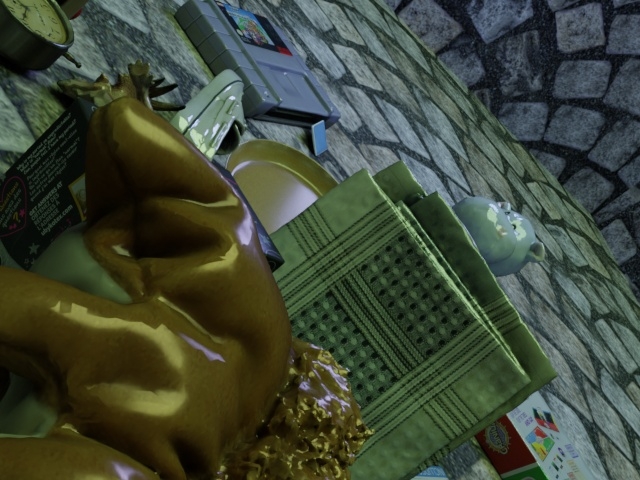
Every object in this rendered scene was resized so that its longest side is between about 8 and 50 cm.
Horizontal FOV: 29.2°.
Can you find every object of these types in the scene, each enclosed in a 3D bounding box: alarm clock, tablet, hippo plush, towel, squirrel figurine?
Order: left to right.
[{"bbox_3d":[-0.367,-0.265,1.430,0.192,0.064,0.129,27,31,-56],"label":"alarm clock"},{"bbox_3d":[-0.125,0.171,0.883,0.397,0.281,0.370,41,27,-22],"label":"squirrel figurine"},{"bbox_3d":[-0.002,-0.182,2.184,0.083,0.006,0.054,-41,126,-71],"label":"tablet"},{"bbox_3d":[0.051,0.106,1.343,0.312,0.324,0.056,54,-8,8],"label":"towel"},{"bbox_3d":[0.254,0.061,2.008,0.294,0.236,0.234,32,27,-45],"label":"hippo plush"}]

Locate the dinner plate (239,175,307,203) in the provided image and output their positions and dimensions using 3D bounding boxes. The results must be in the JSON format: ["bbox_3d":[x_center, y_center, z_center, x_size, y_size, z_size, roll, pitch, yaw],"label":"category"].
[{"bbox_3d":[-0.061,-0.032,1.746,0.141,0.017,0.141,26,38,-23],"label":"dinner plate"}]

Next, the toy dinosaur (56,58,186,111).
[{"bbox_3d":[-0.195,-0.094,1.441,0.296,0.127,0.200,60,4,-1],"label":"toy dinosaur"}]

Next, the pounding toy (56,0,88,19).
[{"bbox_3d":[-0.309,-0.338,1.581,0.100,0.141,0.130,42,21,-26],"label":"pounding toy"}]

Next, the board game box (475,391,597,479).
[{"bbox_3d":[0.340,0.335,1.969,0.316,0.064,0.242,58,20,20],"label":"board game box"}]

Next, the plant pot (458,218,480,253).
[{"bbox_3d":[0.046,0.092,1.488,0.191,0.284,0.284,-9,56,-32],"label":"plant pot"}]

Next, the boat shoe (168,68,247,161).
[{"bbox_3d":[-0.144,-0.159,1.684,0.088,0.096,0.267,39,21,-4],"label":"boat shoe"}]

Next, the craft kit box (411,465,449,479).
[{"bbox_3d":[0.129,0.375,1.418,0.250,0.061,0.247,20,33,-57],"label":"craft kit box"}]

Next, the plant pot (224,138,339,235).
[{"bbox_3d":[-0.042,-0.042,1.734,0.236,0.032,0.236,26,40,-23],"label":"plant pot"}]

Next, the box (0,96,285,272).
[{"bbox_3d":[-0.186,-0.007,1.217,0.247,0.163,0.142,25,28,-54],"label":"box"}]

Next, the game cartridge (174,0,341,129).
[{"bbox_3d":[-0.100,-0.306,2.149,0.230,0.068,0.355,59,20,10],"label":"game cartridge"}]
